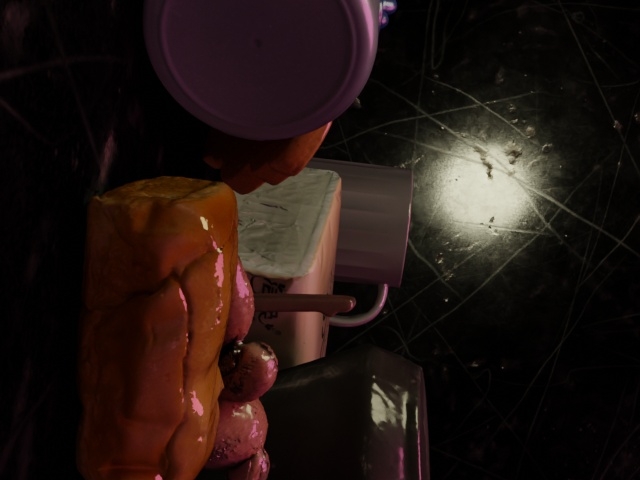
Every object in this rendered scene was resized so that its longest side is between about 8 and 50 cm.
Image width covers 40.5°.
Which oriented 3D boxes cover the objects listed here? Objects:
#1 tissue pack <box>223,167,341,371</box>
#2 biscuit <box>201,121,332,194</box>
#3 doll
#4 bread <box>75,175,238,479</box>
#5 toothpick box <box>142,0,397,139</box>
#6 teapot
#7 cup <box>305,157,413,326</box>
[{"bbox_3d":[-0.087,0.116,1.429,0.331,0.205,0.404,-72,168,-57],"label":"tissue pack"},{"bbox_3d":[-0.064,-0.153,1.129,0.202,0.047,0.334,-56,-156,2],"label":"biscuit"},{"bbox_3d":[-0.150,0.138,0.963,0.156,0.201,0.303,-30,132,-39],"label":"doll"},{"bbox_3d":[-0.152,0.090,0.812,0.167,0.132,0.294,-95,-169,-77],"label":"bread"},{"bbox_3d":[-0.034,-0.295,0.986,0.354,0.263,0.263,-82,177,-52],"label":"toothpick box"},{"bbox_3d":[-0.040,0.256,1.170,0.305,0.362,0.375,-30,117,-81],"label":"teapot"},{"bbox_3d":[0.000,0.000,1.671,0.237,0.327,0.322,86,10,-80],"label":"cup"}]
